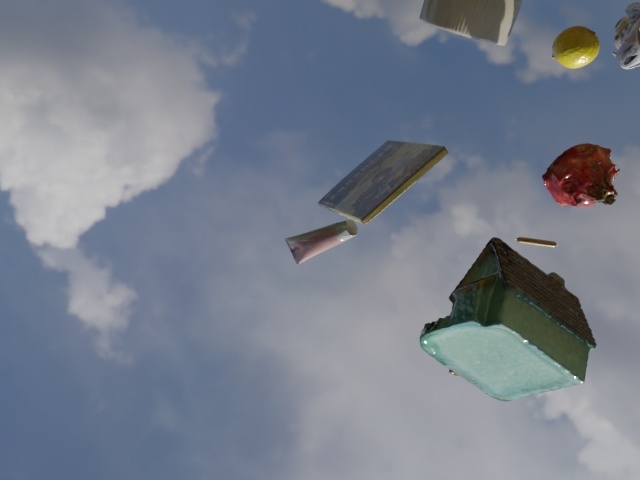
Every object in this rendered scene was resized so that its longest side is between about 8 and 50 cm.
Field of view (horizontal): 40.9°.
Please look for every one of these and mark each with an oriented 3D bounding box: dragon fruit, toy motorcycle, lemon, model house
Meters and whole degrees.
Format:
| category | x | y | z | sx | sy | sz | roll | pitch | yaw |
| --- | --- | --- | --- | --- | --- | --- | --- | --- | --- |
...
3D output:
| category | x | y | z | sx | sy | sz | roll | pitch | yaw |
| --- | --- | --- | --- | --- | --- | --- | --- | --- | --- |
| dragon fruit | 0.537 | -0.110 | 1.738 | 0.153 | 0.153 | 0.111 | 5 | -145 | -17 |
| toy motorcycle | 0.522 | -0.322 | 1.376 | 0.112 | 0.112 | 0.254 | 19 | -167 | 1 |
| lemon | 0.667 | -0.506 | 2.250 | 0.109 | 0.133 | 0.109 | 16 | -115 | -37 |
| model house | 0.371 | 0.137 | 1.692 | 0.280 | 0.230 | 0.248 | 36 | -128 | -22 |

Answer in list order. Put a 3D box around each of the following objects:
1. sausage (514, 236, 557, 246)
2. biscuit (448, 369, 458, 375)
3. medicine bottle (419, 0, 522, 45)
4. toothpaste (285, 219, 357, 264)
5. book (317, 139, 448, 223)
| category | x | y | z | sx | sy | sz | roll | pitch | yaw |
| --- | --- | --- | --- | --- | --- | --- | --- | --- | --- |
| sausage | 0.496 | 0.004 | 1.970 | 0.100 | 0.015 | 0.015 | 8 | -143 | -2 |
| biscuit | 0.373 | 0.276 | 2.014 | 0.034 | 0.199 | 0.064 | 35 | -118 | -12 |
| medicine bottle | 0.339 | -0.595 | 1.681 | 0.224 | 0.384 | 0.224 | 15 | -161 | -5 |
| toothpaste | 0.000 | 0.000 | 1.904 | 0.043 | 0.194 | 0.067 | -33 | -81 | -48 |
| book | 0.122 | -0.132 | 1.829 | 0.018 | 0.228 | 0.322 | 52 | 172 | -18 |
